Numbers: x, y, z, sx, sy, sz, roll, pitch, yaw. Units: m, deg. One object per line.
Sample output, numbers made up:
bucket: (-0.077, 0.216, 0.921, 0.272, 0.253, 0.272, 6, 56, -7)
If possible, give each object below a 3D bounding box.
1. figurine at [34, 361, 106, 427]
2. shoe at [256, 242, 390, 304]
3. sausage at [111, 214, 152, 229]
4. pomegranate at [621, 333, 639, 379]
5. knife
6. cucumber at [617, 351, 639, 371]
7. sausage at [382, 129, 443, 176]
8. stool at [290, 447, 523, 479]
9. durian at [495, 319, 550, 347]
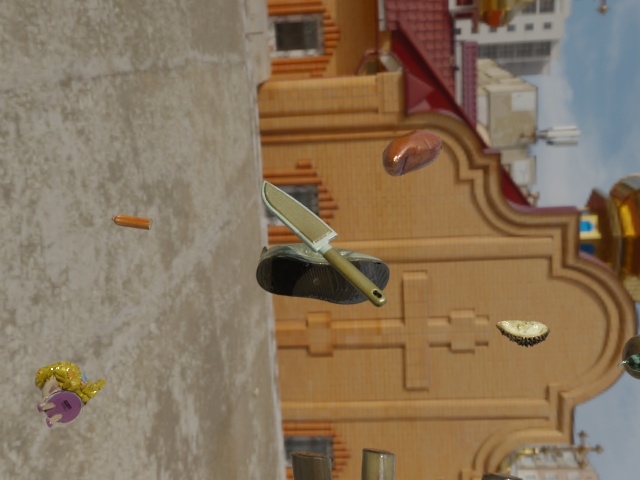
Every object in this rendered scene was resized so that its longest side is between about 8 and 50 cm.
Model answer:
figurine: (-0.444, 0.255, 1.266, 0.156, 0.115, 0.094, 24, -49, 65)
shoe: (0.005, 0.056, 1.434, 0.098, 0.275, 0.103, -108, -150, -61)
sausage: (-0.482, -0.047, 1.818, 0.031, 0.107, 0.031, 6, 90, -81)
pomegranate: (0.725, 0.264, 1.564, 0.130, 0.130, 0.130, -2, 90, -85)
knife: (0.001, -0.001, 1.305, 0.061, 0.343, 0.027, -35, 155, -31)
cucumber: (0.720, 0.242, 1.438, 0.056, 0.250, 0.056, -4, 90, -90)
sausage: (0.202, -0.198, 1.612, 0.179, 0.089, 0.089, -25, 122, -37)
stool: (0.109, 0.432, 1.022, 0.310, 0.310, 0.226, 26, 69, -56)
durian: (0.483, 0.218, 1.695, 0.052, 0.130, 0.066, 79, 15, -72)
